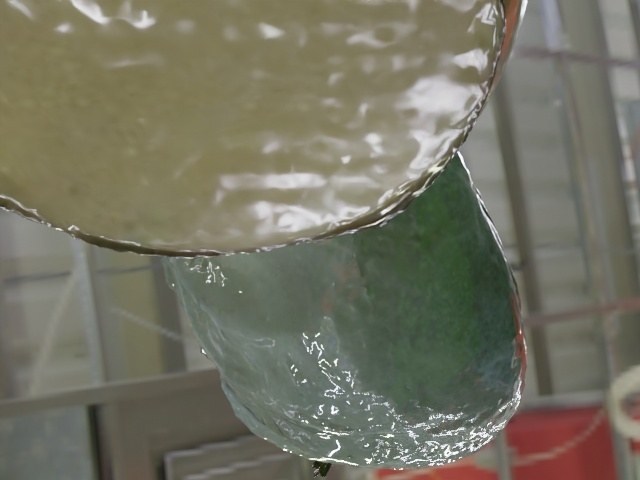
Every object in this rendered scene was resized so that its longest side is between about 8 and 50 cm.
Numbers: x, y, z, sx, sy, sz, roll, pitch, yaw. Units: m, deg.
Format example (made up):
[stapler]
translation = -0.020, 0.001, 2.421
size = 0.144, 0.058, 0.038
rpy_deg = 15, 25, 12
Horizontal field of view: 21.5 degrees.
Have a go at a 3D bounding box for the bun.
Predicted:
[bun]
translation = 0.000, 0.000, 1.146
size = 0.362, 0.211, 0.361
rpy_deg = -24, -90, -90

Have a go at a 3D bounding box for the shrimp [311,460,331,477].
[shrimp]
translation = 0.017, 0.170, 1.765
size = 0.041, 0.099, 0.180
rpy_deg = 69, -149, -42

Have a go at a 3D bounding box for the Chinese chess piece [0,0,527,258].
[Chinese chess piece]
translation = -0.066, -0.138, 0.821
size = 0.338, 0.338, 0.140
rpy_deg = 48, -147, -40
